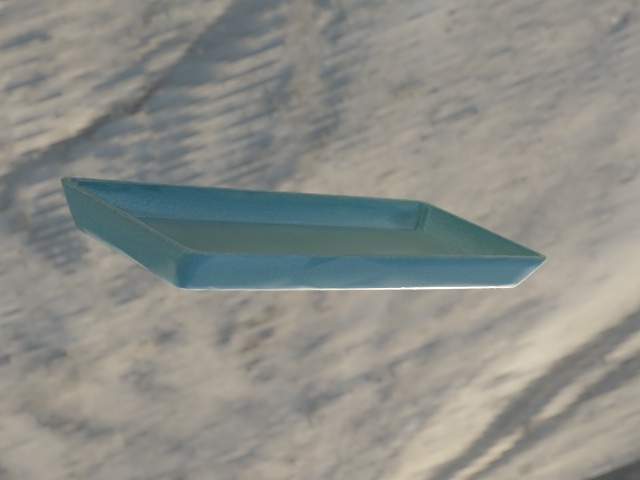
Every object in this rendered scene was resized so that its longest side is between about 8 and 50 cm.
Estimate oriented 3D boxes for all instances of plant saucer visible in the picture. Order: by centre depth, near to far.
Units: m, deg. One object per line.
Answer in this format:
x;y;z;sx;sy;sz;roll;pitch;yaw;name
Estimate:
0.000;0.000;0.569;0.067;0.018;0.192;27;-163;38;plant saucer
